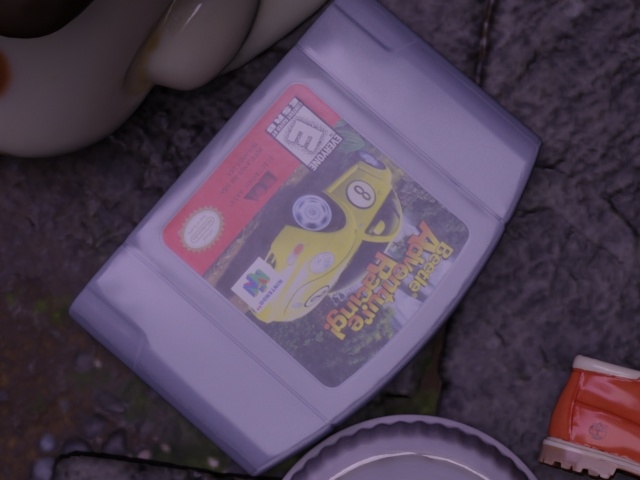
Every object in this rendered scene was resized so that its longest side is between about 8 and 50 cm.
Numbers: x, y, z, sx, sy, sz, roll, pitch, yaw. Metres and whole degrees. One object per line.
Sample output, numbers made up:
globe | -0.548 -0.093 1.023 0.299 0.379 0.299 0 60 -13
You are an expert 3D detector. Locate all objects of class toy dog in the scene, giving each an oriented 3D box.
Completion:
toy dog | -0.188 -0.208 1.031 0.395 0.408 0.284 -43 84 -2

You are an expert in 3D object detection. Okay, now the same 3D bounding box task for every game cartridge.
game cartridge | 0.000 0.000 1.181 0.196 0.060 0.294 40 88 2

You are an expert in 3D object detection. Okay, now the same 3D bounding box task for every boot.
boot | 0.227 0.124 1.156 0.158 0.059 0.085 15 81 5

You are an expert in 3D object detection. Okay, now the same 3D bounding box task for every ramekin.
ramekin | 0.057 0.213 1.128 0.207 0.109 0.207 0 85 3
